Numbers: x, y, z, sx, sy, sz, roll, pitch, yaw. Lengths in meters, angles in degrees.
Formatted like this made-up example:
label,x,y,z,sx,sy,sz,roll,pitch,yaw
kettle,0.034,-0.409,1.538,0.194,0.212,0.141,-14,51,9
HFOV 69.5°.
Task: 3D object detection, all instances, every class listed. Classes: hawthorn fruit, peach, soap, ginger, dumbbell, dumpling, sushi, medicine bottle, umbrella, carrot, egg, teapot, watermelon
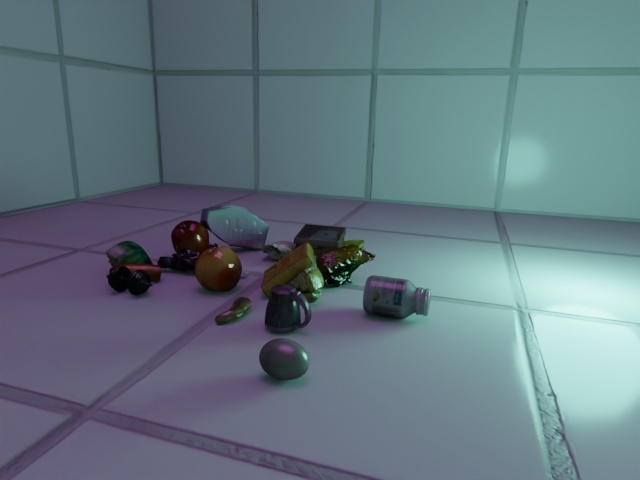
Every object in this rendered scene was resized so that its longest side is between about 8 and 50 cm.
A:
label,x,y,z,sx,sy,sz,roll,pitch,yaw
hawthorn fruit,-0.620,-0.019,2.168,0.179,0.200,0.179,-8,49,10
peach,-0.393,0.108,1.774,0.184,0.184,0.184,1,15,0
soap,-0.423,-0.072,2.273,0.324,0.192,0.109,10,9,-31
ginger,-0.284,0.233,1.553,0.070,0.051,0.173,3,13,20
dumbbell,-0.714,0.150,1.723,0.209,0.099,0.099,8,16,21
dumpling,-0.187,0.048,2.194,0.177,0.092,0.150,-10,8,-30
sushi,0.084,0.109,1.888,0.287,0.149,0.140,-12,54,-39
medicine bottle,0.262,0.196,1.575,0.215,0.135,0.135,6,16,18
umbrella,-0.523,0.077,1.981,0.337,0.128,0.154,2,17,15
carrot,-0.734,0.128,1.839,0.194,0.087,0.087,-5,16,-24
egg,-0.094,0.306,1.190,0.135,0.103,0.103,9,17,22
teapot,-0.110,0.214,1.450,0.116,0.145,0.148,-8,18,-32
watermelon,-0.792,0.084,1.989,0.146,0.128,0.231,26,20,17

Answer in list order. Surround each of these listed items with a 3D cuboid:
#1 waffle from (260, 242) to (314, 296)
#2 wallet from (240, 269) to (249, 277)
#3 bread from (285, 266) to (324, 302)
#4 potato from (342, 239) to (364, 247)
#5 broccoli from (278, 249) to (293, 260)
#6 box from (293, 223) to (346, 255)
label,x,y,z,sx,sy,sz,roll,pitch,yaw
waffle,-0.126,0.106,1.801,0.221,0.055,0.248,-36,11,5
wallet,-0.330,0.143,1.958,0.044,0.011,0.083,3,14,4
bread,-0.051,0.182,1.692,0.103,0.156,0.110,-12,61,-53
potato,0.150,0.035,2.328,0.119,0.054,0.198,11,16,32
broccoli,-0.134,0.081,2.096,0.092,0.095,0.097,-11,38,50
box,0.000,0.000,2.193,0.215,0.086,0.215,5,20,11
